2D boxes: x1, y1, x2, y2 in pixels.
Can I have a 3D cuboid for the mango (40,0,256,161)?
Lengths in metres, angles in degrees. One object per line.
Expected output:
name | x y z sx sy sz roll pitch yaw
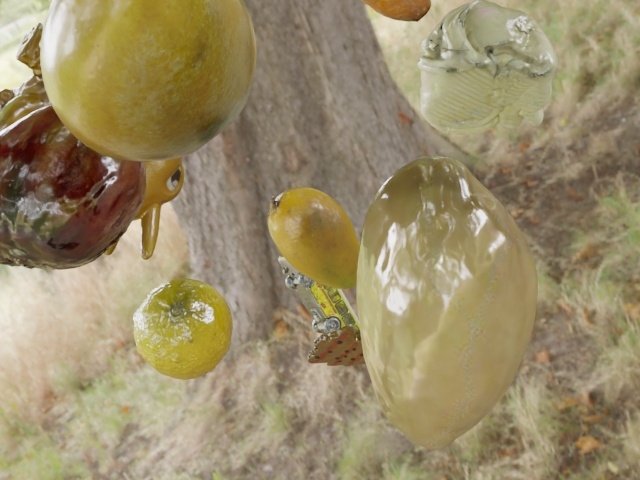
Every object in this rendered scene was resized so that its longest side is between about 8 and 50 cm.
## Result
mango | -0.169 -0.186 0.903 0.221 0.199 0.384 -34 -2 -10

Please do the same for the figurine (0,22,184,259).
figurine | -0.431 -0.157 1.588 0.401 0.387 0.268 -44 40 6

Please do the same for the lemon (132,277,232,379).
lemon | -0.265 0.170 1.750 0.192 0.231 0.192 0 62 0

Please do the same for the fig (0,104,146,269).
fig | -0.339 -0.067 1.174 0.263 0.224 0.224 -40 32 -13

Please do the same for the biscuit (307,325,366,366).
biscuit | 0.044 0.200 1.632 0.119 0.130 0.019 -43 40 34

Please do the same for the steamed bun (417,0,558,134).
steamed bun | 0.328 -0.360 1.826 0.268 0.280 0.207 -1 62 4

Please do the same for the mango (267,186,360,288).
mango | 0.000 0.000 1.163 0.066 0.187 0.101 7 55 54

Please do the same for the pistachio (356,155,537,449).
pistachio | 0.122 0.059 0.897 0.182 0.293 0.162 5 23 17

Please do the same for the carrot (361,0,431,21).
carrot | 0.103 -0.472 1.598 0.159 0.225 0.159 -37 23 19

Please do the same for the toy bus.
toy bus | 0.004 0.116 1.747 0.074 0.226 0.081 -33 7 -22
